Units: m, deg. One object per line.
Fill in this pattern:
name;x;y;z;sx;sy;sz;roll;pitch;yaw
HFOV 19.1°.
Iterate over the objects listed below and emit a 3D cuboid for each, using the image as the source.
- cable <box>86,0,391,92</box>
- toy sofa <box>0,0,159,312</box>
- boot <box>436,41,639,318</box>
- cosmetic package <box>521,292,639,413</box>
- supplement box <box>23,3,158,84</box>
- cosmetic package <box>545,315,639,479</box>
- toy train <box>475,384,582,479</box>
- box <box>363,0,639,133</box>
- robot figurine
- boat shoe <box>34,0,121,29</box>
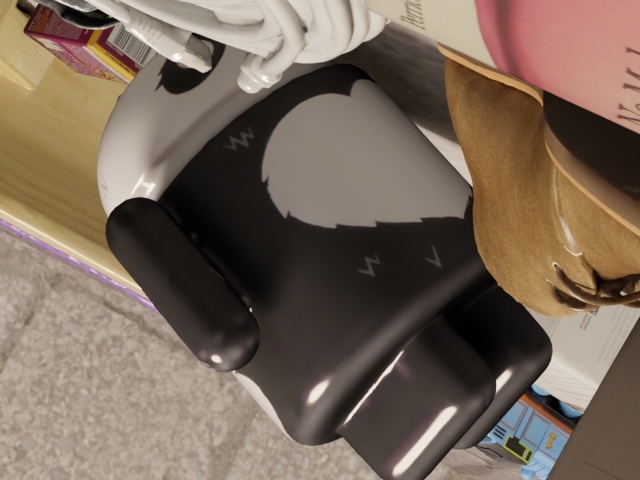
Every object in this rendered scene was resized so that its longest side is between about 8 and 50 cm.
cable;-0.074;-0.166;0.791;0.257;0.089;0.257;33;168;-22
toy sofa;-0.133;-0.032;1.447;0.362;0.150;0.177;29;169;-10
boot;0.121;-0.015;0.698;0.112;0.115;0.305;-5;-160;-12
cosmetic package;0.225;0.091;1.309;0.231;0.085;0.117;33;169;-22
supplement box;-0.147;-0.137;1.258;0.083;0.043;0.055;16;165;45
cosmetic package;0.185;0.062;0.764;0.127;0.238;0.107;26;147;14
toy train;0.191;0.156;1.656;0.184;0.105;0.080;36;167;-38
box;0.135;-0.090;0.502;0.232;0.127;0.148;25;171;11
robot figurine;0.000;-0.001;1.061;0.278;0.173;0.209;48;-179;15
boat shoe;-0.083;-0.138;0.965;0.183;0.083;0.065;24;169;21
